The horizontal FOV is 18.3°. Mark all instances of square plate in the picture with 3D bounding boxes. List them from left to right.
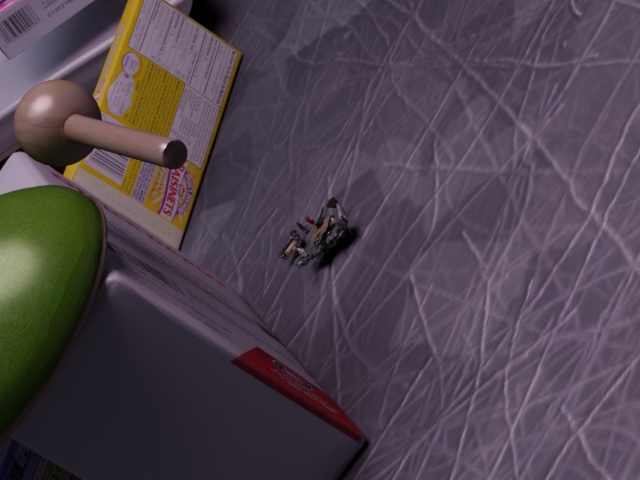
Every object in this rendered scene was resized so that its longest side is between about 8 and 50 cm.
[{"bbox_3d":[-0.268,-0.162,1.830,0.347,0.049,0.344,-34,23,2],"label":"square plate"}]

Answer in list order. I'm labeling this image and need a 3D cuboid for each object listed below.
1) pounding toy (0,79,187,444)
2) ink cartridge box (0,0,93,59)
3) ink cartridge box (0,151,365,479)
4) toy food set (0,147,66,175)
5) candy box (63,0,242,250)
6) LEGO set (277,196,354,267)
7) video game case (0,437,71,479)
[{"bbox_3d":[-0.203,0.006,1.119,0.237,0.110,0.183,-58,27,-3],"label":"pounding toy"},{"bbox_3d":[-0.306,-0.340,1.859,0.176,0.069,0.371,-36,53,-2],"label":"ink cartridge box"},{"bbox_3d":[-0.119,0.070,1.250,0.114,0.197,0.273,-53,26,4],"label":"ink cartridge box"},{"bbox_3d":[-0.333,0.015,1.773,0.306,0.092,0.220,-56,26,-8],"label":"toy food set"},{"bbox_3d":[-0.132,-0.095,1.565,0.027,0.105,0.206,-26,39,45],"label":"candy box"},{"bbox_3d":[0.001,-0.002,1.340,0.054,0.023,0.083,-54,13,-3],"label":"LEGO set"},{"bbox_3d":[-0.221,0.094,1.409,0.023,0.193,0.212,1,57,30],"label":"video game case"}]
